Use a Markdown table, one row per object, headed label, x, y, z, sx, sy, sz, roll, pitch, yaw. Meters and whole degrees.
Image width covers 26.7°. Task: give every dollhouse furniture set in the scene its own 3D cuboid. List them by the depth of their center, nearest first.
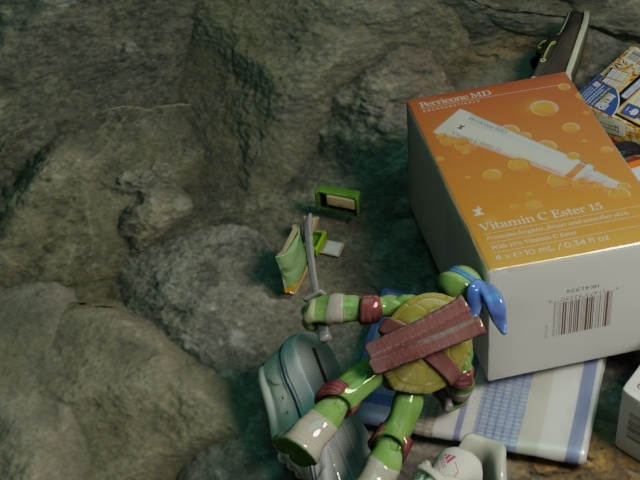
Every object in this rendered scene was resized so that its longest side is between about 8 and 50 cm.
| label | x | y | z | sx | sy | sz | roll | pitch | yaw |
| --- | --- | --- | --- | --- | --- | --- | --- | --- | --- |
| dollhouse furniture set | 0.000 | 0.000 | 1.698 | 0.059 | 0.076 | 0.151 | 12 | 50 | 17 |

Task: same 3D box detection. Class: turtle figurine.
| label | x | y | z | sx | sy | sz | roll | pitch | yaw |
| --- | --- | --- | --- | --- | --- | --- | --- | --- | --- |
| turtle figurine | 0.061 | 0.145 | 1.448 | 0.275 | 0.198 | 0.266 | 14 | 60 | 42 |

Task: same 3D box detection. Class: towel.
| label | x | y | z | sx | sy | sz | roll | pitch | yaw |
| --- | --- | --- | --- | --- | --- | --- | --- | --- | --- |
| towel | 0.186 | 0.153 | 1.569 | 0.285 | 0.034 | 0.209 | 8 | 49 | 13 |

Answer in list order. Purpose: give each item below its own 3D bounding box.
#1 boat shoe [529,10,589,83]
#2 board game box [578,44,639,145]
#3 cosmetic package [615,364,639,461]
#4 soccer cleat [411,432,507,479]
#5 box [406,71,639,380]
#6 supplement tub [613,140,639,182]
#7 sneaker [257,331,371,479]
| label | x | y | z | sx | sy | sz | roll | pitch | yaw |
| --- | --- | --- | --- | --- | --- | --- | --- | --- | --- |
| boat shoe | 0.324 | -0.242 | 1.877 | 0.069 | 0.081 | 0.227 | 13 | 53 | 12 |
| board game box | 0.460 | -0.176 | 1.827 | 0.193 | 0.045 | 0.147 | 34 | 59 | 30 |
| cosmetic package | 0.423 | 0.140 | 1.502 | 0.085 | 0.117 | 0.231 | 30 | 59 | 28 |
| soccer cleat | 0.096 | 0.278 | 1.303 | 0.116 | 0.143 | 0.331 | 19 | 17 | 20 |
| box | 0.247 | -0.027 | 1.600 | 0.215 | 0.168 | 0.345 | -11 | 39 | -7 |
| supplement tub | 0.401 | -0.034 | 1.666 | 0.106 | 0.106 | 0.198 | -13 | 49 | -5 |
| sneaker | 0.001 | 0.231 | 1.490 | 0.094 | 0.091 | 0.258 | 8 | 54 | -41 |
